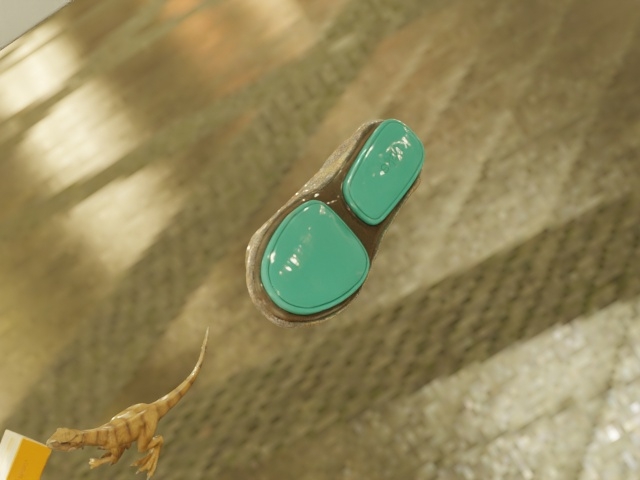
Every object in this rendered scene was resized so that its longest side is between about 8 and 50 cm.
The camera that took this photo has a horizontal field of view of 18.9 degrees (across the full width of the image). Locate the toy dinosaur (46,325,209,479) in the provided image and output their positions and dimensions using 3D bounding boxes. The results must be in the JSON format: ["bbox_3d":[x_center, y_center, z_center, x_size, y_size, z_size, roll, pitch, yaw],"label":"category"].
[{"bbox_3d":[-0.184,0.188,1.996,0.211,0.064,0.112,-29,-32,-34],"label":"toy dinosaur"}]

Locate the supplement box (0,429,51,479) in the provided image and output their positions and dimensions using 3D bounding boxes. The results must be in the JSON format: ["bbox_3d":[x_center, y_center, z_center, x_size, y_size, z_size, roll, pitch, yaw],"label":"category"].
[{"bbox_3d":[-0.322,0.240,2.055,0.062,0.036,0.098,-69,18,-7],"label":"supplement box"}]

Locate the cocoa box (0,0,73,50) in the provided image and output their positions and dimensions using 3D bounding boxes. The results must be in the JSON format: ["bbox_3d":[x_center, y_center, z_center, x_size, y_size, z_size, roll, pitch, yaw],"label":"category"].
[{"bbox_3d":[-0.427,-0.200,1.607,0.231,0.228,0.347,-11,25,50],"label":"cocoa box"}]

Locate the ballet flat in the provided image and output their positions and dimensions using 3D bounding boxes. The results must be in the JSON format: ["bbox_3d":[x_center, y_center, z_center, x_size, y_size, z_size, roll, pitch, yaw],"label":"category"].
[{"bbox_3d":[0.000,0.000,1.758,0.106,0.107,0.316,-33,8,40],"label":"ballet flat"}]
